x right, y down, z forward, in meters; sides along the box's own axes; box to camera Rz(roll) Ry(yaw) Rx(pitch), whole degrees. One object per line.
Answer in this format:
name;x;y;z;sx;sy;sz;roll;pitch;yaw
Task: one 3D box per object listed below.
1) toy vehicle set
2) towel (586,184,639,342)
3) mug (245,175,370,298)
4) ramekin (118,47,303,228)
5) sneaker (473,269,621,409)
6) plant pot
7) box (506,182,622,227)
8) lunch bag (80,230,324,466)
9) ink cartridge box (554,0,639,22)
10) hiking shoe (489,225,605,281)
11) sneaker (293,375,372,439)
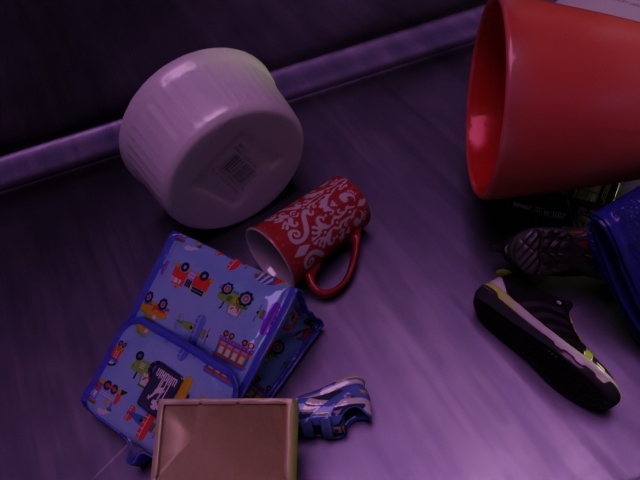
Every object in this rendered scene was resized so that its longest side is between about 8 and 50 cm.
toy vehicle set;-0.112;0.315;0.785;0.166;0.035;0.267;-2;71;10
towel;0.506;0.001;0.897;0.308;0.076;0.227;-28;95;-11
mug;-0.006;-0.002;1.059;0.169;0.150;0.113;-37;17;-24
ramekin;-0.160;-0.147;1.090;0.277;0.277;0.135;-30;58;-13
sneaker;0.303;0.111;0.894;0.097;0.084;0.235;-33;52;-17
plant pot;0.339;-0.186;0.934;0.243;0.275;0.275;3;51;1
box;0.385;-0.103;1.058;0.147;0.077;0.180;17;56;24
lunch bag;-0.172;0.170;0.939;0.221;0.138;0.293;23;71;25
ink cartridge box;0.571;-0.348;1.163;0.395;0.166;0.285;-41;54;-22
hiking shoe;0.355;0.011;0.960;0.227;0.086;0.114;7;5;-12
sneaker;0.000;0.226;0.883;0.144;0.053;0.059;-24;52;-7
